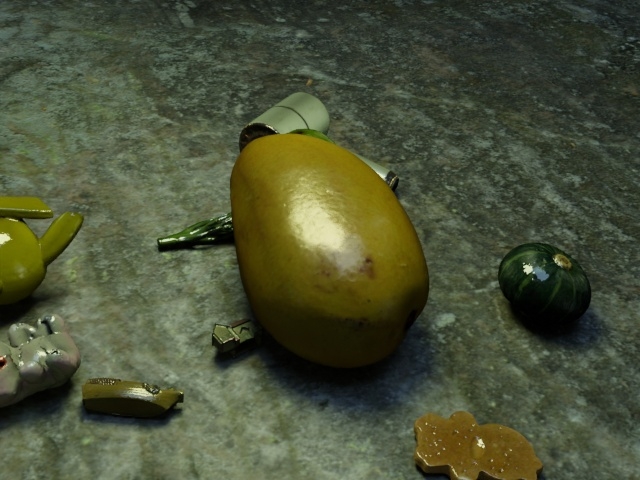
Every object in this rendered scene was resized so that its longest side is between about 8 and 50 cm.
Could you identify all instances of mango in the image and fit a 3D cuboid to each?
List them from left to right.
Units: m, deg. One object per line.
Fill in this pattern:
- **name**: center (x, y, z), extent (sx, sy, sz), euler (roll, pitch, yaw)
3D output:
- **mango**: center (0.000, 0.000, 1.332), extent (0.300, 0.232, 0.446), euler (-20, 57, -15)

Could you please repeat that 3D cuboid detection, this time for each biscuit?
- **biscuit**: center (0.222, 0.302, 1.170), extent (0.184, 0.027, 0.133), euler (2, 35, -9)

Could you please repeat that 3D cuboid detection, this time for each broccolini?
- **broccolini**: center (-0.207, -0.014, 1.536), extent (0.202, 0.068, 0.091), euler (-22, 29, -12)

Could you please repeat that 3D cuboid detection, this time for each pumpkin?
- **pumpkin**: center (0.392, 0.076, 1.429), extent (0.167, 0.125, 0.167), euler (17, 47, -19)

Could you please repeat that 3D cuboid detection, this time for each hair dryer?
- **hair dryer**: center (0.024, -0.183, 1.752), extent (0.362, 0.128, 0.203), euler (27, 39, 15)

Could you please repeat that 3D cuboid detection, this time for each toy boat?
- **toy boat**: center (-0.273, 0.225, 1.178), extent (0.149, 0.047, 0.049), euler (5, 35, -1)

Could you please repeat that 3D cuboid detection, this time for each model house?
- **model house**: center (-0.141, 0.150, 1.299), extent (0.083, 0.057, 0.058), euler (-21, 49, -31)

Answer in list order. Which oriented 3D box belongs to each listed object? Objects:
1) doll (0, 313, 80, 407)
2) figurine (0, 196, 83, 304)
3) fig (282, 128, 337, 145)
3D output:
- **doll**: center (-0.446, 0.182, 1.172), extent (0.192, 0.095, 0.149), euler (-14, 34, -23)
- **figurine**: center (-0.553, 0.004, 1.337), extent (0.326, 0.169, 0.218), euler (26, 44, 26)
- **fig**: center (-0.054, -0.131, 1.606), extent (0.203, 0.203, 0.235), euler (-7, 18, -19)
